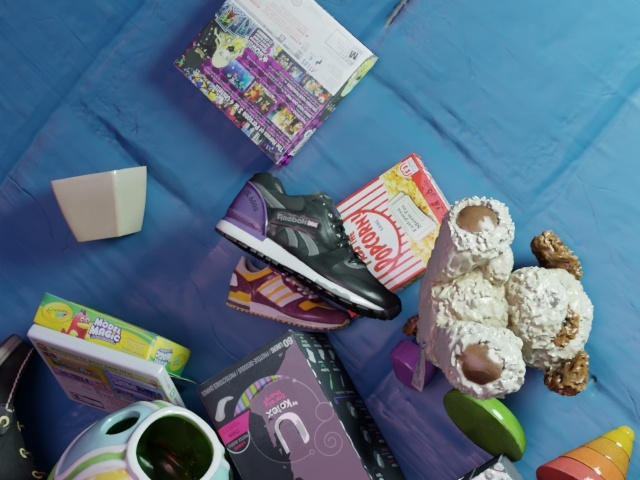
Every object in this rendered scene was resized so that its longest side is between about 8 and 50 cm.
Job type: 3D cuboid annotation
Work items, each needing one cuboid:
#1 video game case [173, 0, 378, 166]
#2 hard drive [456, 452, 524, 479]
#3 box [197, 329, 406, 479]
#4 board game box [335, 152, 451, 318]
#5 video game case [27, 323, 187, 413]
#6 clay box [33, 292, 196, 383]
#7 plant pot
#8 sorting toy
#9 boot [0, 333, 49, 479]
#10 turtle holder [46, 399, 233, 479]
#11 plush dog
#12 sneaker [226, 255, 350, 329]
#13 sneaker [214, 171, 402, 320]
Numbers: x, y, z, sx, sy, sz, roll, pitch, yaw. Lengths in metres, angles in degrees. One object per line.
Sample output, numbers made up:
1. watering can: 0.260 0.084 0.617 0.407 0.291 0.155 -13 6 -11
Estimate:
1. video game case: -0.067 -0.258 1.913 0.232 0.042 0.210 44 99 18
2. hard drive: 0.162 0.461 1.719 0.339 0.064 0.237 -34 87 14
3. box: -0.019 0.274 1.787 0.165 0.143 0.270 -33 75 14
4. board game box: 0.091 -0.005 1.829 0.193 0.045 0.147 -35 74 13
5. video game case: -0.291 0.201 1.873 0.212 0.193 0.023 15 60 20
6. clay box: -0.284 0.142 1.901 0.222 0.127 0.053 18 83 19
7. plant pot: -0.319 -0.052 1.951 0.109 0.109 0.096 -7 94 18
8. sorting toy: 0.265 0.219 1.734 0.365 0.127 0.126 36 67 22
9. boot: -0.416 0.341 1.907 0.284 0.138 0.377 26 49 -7
10. turtle holder: -0.258 0.341 1.748 0.243 0.320 0.227 59 137 20
11. plush dog: 0.241 0.098 1.695 0.225 0.210 0.262 6 66 -15
12. sneaker: -0.042 0.073 1.856 0.185 0.069 0.084 12 89 18
13. sneaker: 0.000 0.000 1.785 0.283 0.107 0.124 30 85 17
